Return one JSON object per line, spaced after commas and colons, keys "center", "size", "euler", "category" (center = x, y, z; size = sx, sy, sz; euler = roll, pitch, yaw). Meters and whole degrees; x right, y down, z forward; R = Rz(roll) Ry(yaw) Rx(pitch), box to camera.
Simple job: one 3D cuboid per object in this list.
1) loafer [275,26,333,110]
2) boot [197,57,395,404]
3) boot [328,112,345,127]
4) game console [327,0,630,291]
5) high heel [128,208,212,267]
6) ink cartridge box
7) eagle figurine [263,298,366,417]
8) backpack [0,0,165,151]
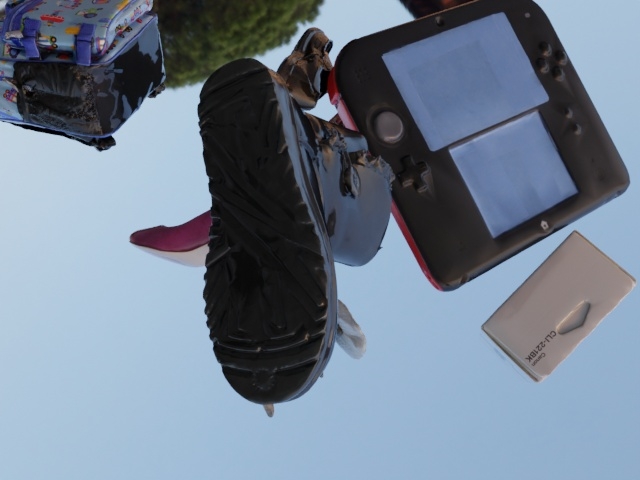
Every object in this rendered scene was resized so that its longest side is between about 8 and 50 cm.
{"center": [-0.016, -0.238, 0.993], "size": [0.080, 0.078, 0.220], "euler": [-56, -173, 38], "category": "loafer"}
{"center": [0.000, 0.000, 0.540], "size": [0.094, 0.207, 0.246], "euler": [-17, -108, 24], "category": "boot"}
{"center": [0.038, -0.169, 1.065], "size": [0.176, 0.088, 0.244], "euler": [-28, 178, -11], "category": "boot"}
{"center": [0.225, -0.154, 0.934], "size": [0.386, 0.342, 0.060], "euler": [-25, 173, -25], "category": "game console"}
{"center": [-0.242, -0.037, 1.447], "size": [0.377, 0.127, 0.181], "euler": [7, -104, 27], "category": "high heel"}
{"center": [0.351, 0.113, 1.058], "size": [0.197, 0.273, 0.114], "euler": [-46, -106, 0], "category": "ink cartridge box"}
{"center": [-0.039, 0.076, 1.058], "size": [0.226, 0.225, 0.298], "euler": [-46, -168, 37], "category": "eagle figurine"}
{"center": [-0.250, -0.171, 0.637], "size": [0.173, 0.117, 0.158], "euler": [9, -143, 8], "category": "backpack"}
